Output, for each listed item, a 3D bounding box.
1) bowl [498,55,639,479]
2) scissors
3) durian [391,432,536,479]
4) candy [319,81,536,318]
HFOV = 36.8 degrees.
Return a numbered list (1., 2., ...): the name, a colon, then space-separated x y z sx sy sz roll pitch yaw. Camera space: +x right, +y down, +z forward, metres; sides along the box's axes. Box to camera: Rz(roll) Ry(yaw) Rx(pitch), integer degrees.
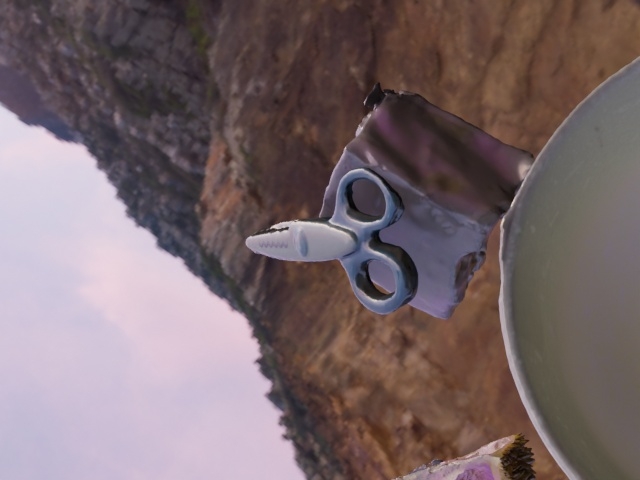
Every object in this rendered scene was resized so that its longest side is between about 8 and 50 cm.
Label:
1. bowl: 0.237 0.037 0.477 0.277 0.277 0.145 50 -175 27
2. scissors: 0.000 0.000 0.966 0.041 0.138 0.289 -17 -171 -29
3. durian: 0.186 0.295 1.170 0.132 0.182 0.165 32 -159 -18
4. candy: 0.103 -0.042 1.006 0.195 0.185 0.137 31 -132 11
